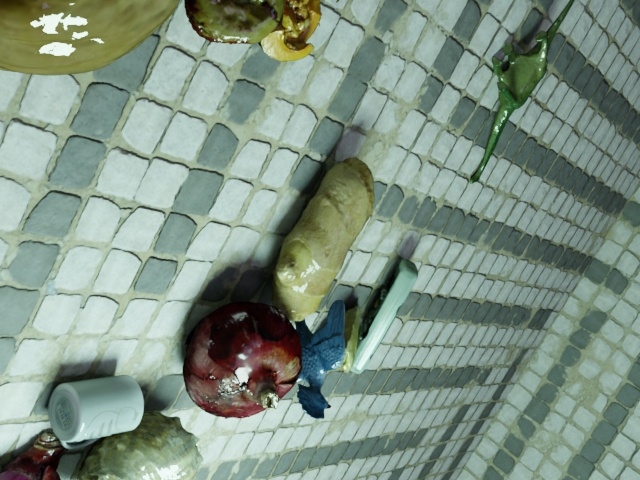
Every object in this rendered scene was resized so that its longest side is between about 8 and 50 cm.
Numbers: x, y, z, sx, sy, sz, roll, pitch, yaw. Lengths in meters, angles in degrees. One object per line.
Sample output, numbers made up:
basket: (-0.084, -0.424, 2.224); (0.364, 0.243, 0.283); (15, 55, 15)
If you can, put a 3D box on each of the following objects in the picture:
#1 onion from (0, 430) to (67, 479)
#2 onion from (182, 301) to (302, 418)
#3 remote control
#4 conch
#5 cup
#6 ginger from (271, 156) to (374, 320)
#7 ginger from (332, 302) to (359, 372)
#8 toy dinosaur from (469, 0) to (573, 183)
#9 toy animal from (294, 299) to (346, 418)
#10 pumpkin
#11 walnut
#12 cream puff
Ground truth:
onion: (-0.515, 0.495, 1.334); (0.349, 0.159, 0.267); (-53, 150, -1)
onion: (-0.137, 0.238, 1.523); (0.252, 0.219, 0.252); (-22, 132, -28)
remote control: (0.147, 0.185, 1.943); (0.296, 0.056, 0.140); (-61, 180, 12)
conch: (-0.352, 0.405, 1.466); (0.291, 0.159, 0.210); (2, 146, -44)
cup: (-0.385, 0.303, 1.366); (0.133, 0.099, 0.136); (3, 98, -53)
ginger: (0.000, 0.000, 1.567); (0.190, 0.126, 0.354); (14, 105, -59)
ginger: (0.036, 0.226, 1.867); (0.193, 0.122, 0.115); (-66, 147, -54)
toy dinosaur: (0.483, -0.350, 1.895); (0.447, 0.087, 0.301); (-47, 146, 0)
toy animal: (-0.019, 0.236, 1.652); (0.239, 0.256, 0.176); (-35, 165, 27)
pumpkin: (-0.035, -0.371, 1.201); (0.119, 0.108, 0.183); (3, 138, -43)
walnut: (-0.267, -0.322, 0.813); (0.313, 0.277, 0.252); (-42, -177, -30)
cream puff: (-0.122, -0.343, 1.118); (0.149, 0.084, 0.149); (-6, 110, -18)
